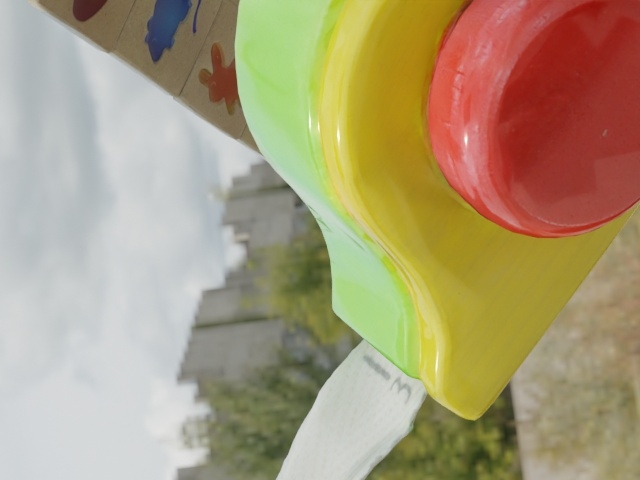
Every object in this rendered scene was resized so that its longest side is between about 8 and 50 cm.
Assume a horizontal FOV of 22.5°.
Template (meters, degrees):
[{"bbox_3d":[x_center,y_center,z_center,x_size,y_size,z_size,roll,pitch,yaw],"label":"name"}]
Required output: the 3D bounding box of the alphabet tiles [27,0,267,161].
[{"bbox_3d":[-0.018,-0.200,0.812,0.342,0.011,0.285,32,-101,-56],"label":"alphabet tiles"}]

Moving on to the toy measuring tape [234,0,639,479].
[{"bbox_3d":[0.000,0.000,0.415,0.330,0.121,0.121,-54,0,3],"label":"toy measuring tape"}]
